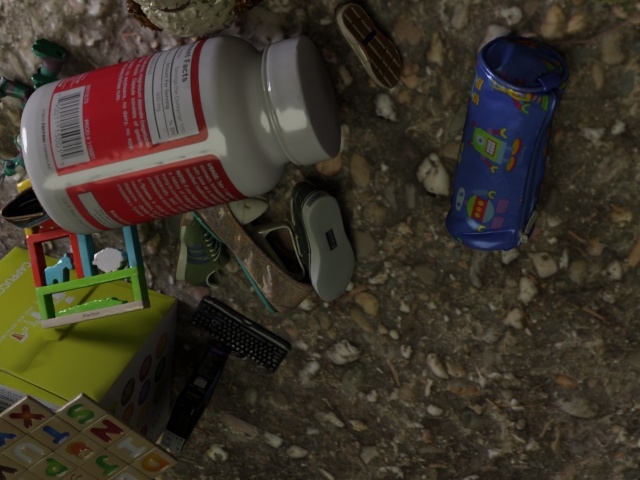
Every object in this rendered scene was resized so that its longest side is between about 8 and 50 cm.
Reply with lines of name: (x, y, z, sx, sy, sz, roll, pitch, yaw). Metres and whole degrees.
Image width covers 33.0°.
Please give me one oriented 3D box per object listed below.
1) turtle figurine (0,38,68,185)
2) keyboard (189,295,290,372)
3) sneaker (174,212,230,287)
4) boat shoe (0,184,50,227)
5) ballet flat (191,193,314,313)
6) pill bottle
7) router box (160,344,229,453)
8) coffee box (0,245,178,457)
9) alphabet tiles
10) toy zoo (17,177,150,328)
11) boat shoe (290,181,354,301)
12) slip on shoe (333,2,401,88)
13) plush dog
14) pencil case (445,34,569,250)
turtle figurine: (-0.462, -0.197, 1.714, 0.234, 0.118, 0.175, -50, 57, 41)
keyboard: (-0.151, 0.178, 1.940, 0.180, 0.023, 0.108, 32, 133, -2)
sneaker: (-0.188, 0.009, 1.793, 0.086, 0.064, 0.192, 20, 137, 4)
boat shoe: (-0.433, -0.071, 1.743, 0.183, 0.066, 0.066, -31, 81, 14)
ballet flat: (-0.108, -0.021, 1.721, 0.106, 0.107, 0.316, -29, 119, 17)
pill bottle: (-0.190, -0.155, 1.522, 0.407, 0.229, 0.229, -12, 122, 16)
router box: (-0.231, 0.292, 1.981, 0.046, 0.133, 0.179, 28, 140, 2)
coffee box: (-0.484, 0.267, 1.929, 0.338, 0.338, 0.334, 18, 126, 10)
alphabet tiles: (-0.409, 0.377, 1.736, 0.285, 0.011, 0.342, -35, 128, 13)
toy zoo: (-0.395, -0.015, 1.783, 0.192, 0.030, 0.293, -12, 86, 16)
boat shoe: (0.000, 0.000, 1.700, 0.070, 0.077, 0.219, 38, 149, 41)
slip on shoe: (0.062, -0.265, 1.471, 0.135, 0.051, 0.041, 48, 170, -28)
plush dog: (-0.189, -0.354, 1.430, 0.262, 0.211, 0.225, 1, 154, 25)
pencil case: (0.249, -0.117, 1.450, 0.133, 0.119, 0.306, 38, 141, 33)
